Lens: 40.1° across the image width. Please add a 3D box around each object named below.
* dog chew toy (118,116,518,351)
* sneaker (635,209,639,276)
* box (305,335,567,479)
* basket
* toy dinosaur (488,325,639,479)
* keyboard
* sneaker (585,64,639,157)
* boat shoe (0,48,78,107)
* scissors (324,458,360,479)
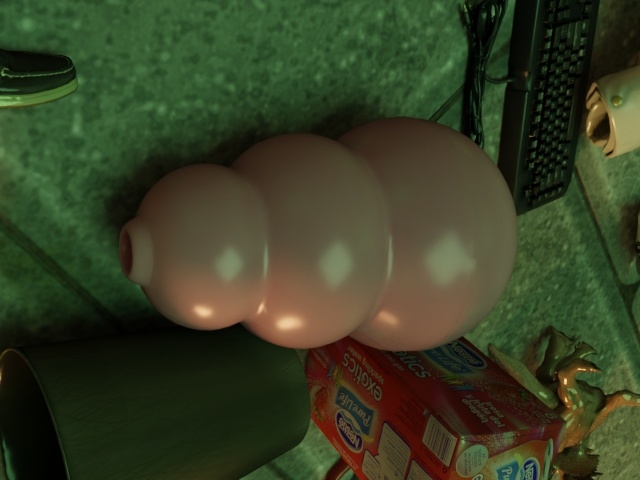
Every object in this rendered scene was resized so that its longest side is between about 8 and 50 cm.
[{"bbox_3d":[0.000,0.000,0.733,0.331,0.206,0.207,-4,115,-29],"label":"dog chew toy"},{"bbox_3d":[0.544,-0.086,1.158,0.330,0.122,0.146,-43,134,-13],"label":"sneaker"},{"bbox_3d":[0.093,0.163,0.837,0.122,0.257,0.128,0,112,-29],"label":"box"},{"bbox_3d":[-0.134,0.151,0.737,0.226,0.154,0.205,-16,123,-36],"label":"basket"},{"bbox_3d":[0.312,0.238,1.153,0.295,0.127,0.200,24,104,-37],"label":"toy dinosaur"},{"bbox_3d":[0.223,-0.171,0.925,0.201,0.033,0.317,-17,121,-30],"label":"keyboard"},{"bbox_3d":[0.392,-0.161,1.025,0.169,0.108,0.292,-21,169,20],"label":"sneaker"},{"bbox_3d":[-0.234,-0.117,0.577,0.152,0.056,0.049,-10,123,-34],"label":"boat shoe"},{"bbox_3d":[0.094,0.193,1.025,0.109,0.021,0.297,22,97,-40],"label":"scissors"}]
